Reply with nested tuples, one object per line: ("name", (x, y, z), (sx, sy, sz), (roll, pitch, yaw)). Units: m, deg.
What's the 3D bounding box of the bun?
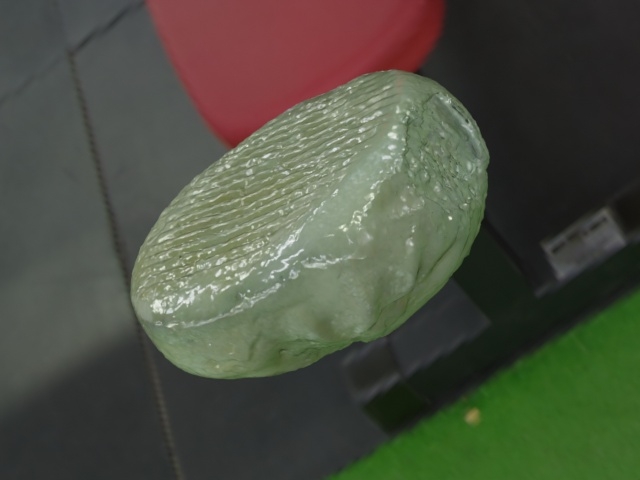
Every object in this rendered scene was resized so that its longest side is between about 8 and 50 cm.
("bun", (-0.002, 0.001, 1.053), (0.221, 0.108, 0.221), (-33, 22, 15))
